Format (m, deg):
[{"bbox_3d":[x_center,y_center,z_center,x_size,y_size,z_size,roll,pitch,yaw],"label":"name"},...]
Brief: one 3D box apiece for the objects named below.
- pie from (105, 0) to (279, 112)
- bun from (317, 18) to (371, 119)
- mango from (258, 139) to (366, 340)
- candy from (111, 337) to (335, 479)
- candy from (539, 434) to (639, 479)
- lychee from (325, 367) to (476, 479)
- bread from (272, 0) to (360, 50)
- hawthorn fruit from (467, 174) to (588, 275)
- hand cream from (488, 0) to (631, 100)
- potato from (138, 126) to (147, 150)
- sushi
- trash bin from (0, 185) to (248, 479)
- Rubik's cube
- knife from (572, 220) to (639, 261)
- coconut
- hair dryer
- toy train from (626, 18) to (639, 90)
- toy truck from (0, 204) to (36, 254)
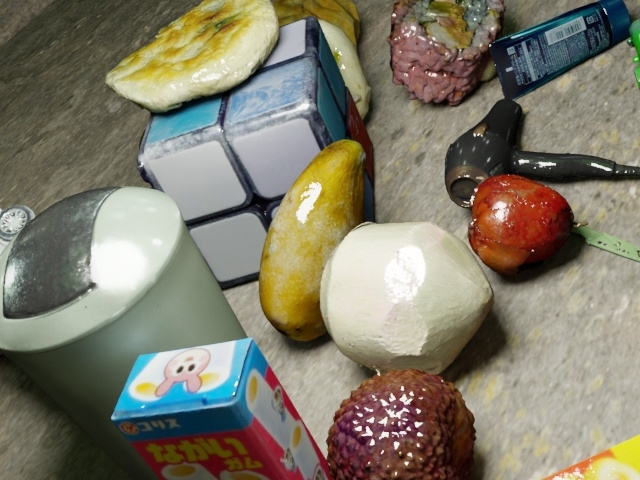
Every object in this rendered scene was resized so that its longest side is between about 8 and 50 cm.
[{"bbox_3d":[-0.208,-0.328,1.483,0.337,0.075,0.338,-18,36,13],"label":"pie"},{"bbox_3d":[-0.016,-0.303,1.763,0.259,0.160,0.260,-4,76,18],"label":"bun"},{"bbox_3d":[0.000,0.000,1.323,0.146,0.192,0.317,22,98,23],"label":"mango"},{"bbox_3d":[-0.097,0.256,1.029,0.157,0.306,0.100,-11,39,22],"label":"candy"},{"bbox_3d":[0.237,0.317,0.888,0.276,0.146,0.088,-25,37,1],"label":"candy"},{"bbox_3d":[0.089,0.243,1.041,0.188,0.188,0.188,-17,37,13],"label":"lychee"},{"bbox_3d":[-0.031,-0.442,1.945,0.238,0.196,0.252,-20,40,14],"label":"bread"},{"bbox_3d":[0.301,-0.023,1.274,0.171,0.148,0.148,-1,41,7],"label":"hawthorn fruit"},{"bbox_3d":[0.448,-0.365,1.626,0.270,0.120,0.061,-27,24,-7],"label":"hand cream"},{"bbox_3d":[-0.251,-0.299,1.874,0.176,0.195,0.369,29,90,11],"label":"potato"},{"bbox_3d":[0.251,-0.385,1.711,0.236,0.171,0.270,15,47,8],"label":"sushi"},{"bbox_3d":[-0.241,0.137,1.160,0.280,0.432,0.280,-18,36,14],"label":"trash bin"},{"bbox_3d":[-0.096,-0.153,1.526,0.313,0.316,0.318,-16,38,14],"label":"Rubik's cube"},{"bbox_3d":[0.401,-0.007,1.292,0.030,0.014,0.207,-39,38,-19],"label":"knife"},{"bbox_3d":[0.124,0.077,1.198,0.233,0.224,0.224,14,52,38],"label":"coconut"},{"bbox_3d":[0.391,-0.138,1.424,0.359,0.120,0.304,9,33,25],"label":"hair dryer"},{"bbox_3d":[0.601,-0.337,1.525,0.119,0.085,0.251,-27,29,27],"label":"toy train"},{"bbox_3d":[-0.434,0.118,1.434,0.387,0.173,0.207,30,69,23],"label":"toy truck"}]
